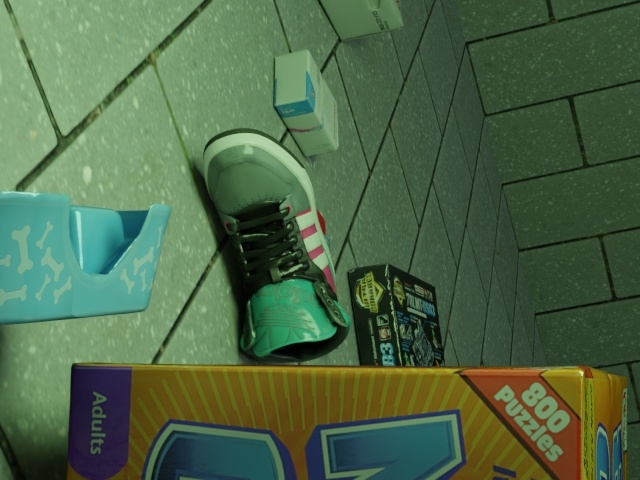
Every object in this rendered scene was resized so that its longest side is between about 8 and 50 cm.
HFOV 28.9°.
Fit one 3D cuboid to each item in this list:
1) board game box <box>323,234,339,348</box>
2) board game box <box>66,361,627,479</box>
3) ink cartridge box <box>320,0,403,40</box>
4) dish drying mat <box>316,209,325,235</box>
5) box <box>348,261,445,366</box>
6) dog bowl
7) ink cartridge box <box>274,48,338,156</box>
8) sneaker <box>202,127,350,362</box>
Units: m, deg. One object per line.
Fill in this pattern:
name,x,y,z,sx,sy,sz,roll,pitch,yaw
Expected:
board game box,-0.010,0.058,1.608,0.103,0.026,0.154,42,40,-64
board game box,0.043,0.275,0.950,0.356,0.356,0.356,21,69,-71
ink cartridge box,0.051,-0.496,2.032,0.197,0.114,0.273,54,29,-58
dish drying mat,0.000,0.000,1.714,0.032,0.008,0.083,57,27,-50
box,0.134,0.199,1.921,0.295,0.073,0.293,26,54,-70
dog bowl,-0.202,0.010,0.765,0.297,0.165,0.074,1,89,-74
ink cartridge box,-0.019,-0.186,1.697,0.122,0.052,0.089,55,28,-51
sneaker,-0.049,0.033,1.342,0.295,0.123,0.178,64,12,-45
